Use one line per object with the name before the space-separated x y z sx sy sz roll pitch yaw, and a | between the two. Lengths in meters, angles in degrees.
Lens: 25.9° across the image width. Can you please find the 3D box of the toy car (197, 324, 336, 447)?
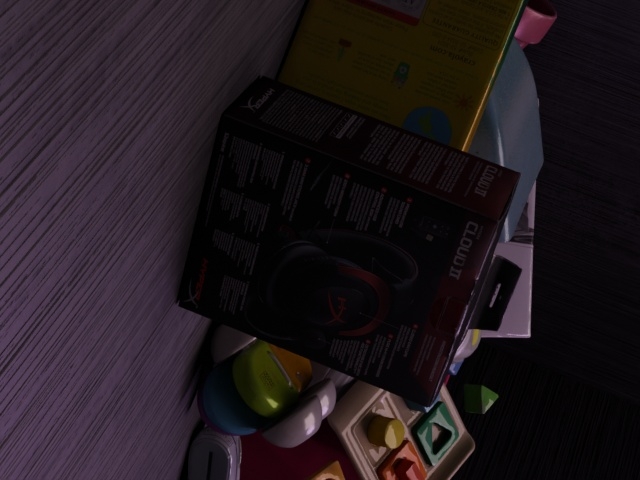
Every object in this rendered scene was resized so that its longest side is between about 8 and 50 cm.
toy car | -0.077 0.165 1.591 0.136 0.159 0.182 -33 -179 14

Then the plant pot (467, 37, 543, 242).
plant pot | 0.176 -0.179 1.972 0.247 0.247 0.252 -58 151 -51

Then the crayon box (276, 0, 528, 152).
crayon box | 0.071 -0.171 1.386 0.081 0.202 0.319 18 95 -82

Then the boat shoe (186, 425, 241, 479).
boat shoe | -0.132 0.321 1.739 0.076 0.083 0.226 -52 161 -60

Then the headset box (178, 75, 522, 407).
headset box | 0.038 0.007 1.292 0.110 0.293 0.218 -55 164 -57

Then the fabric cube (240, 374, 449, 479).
fabric cube | 0.015 0.263 1.950 0.259 0.258 0.254 103 11 -47

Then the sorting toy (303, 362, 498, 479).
sorting toy | 0.112 0.241 1.736 0.347 0.047 0.196 -44 117 -32

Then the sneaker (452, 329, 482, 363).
sneaker | 0.104 -0.018 1.748 0.147 0.145 0.385 39 37 -64

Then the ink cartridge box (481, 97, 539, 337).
ink cartridge box | 0.241 -0.034 2.343 0.285 0.166 0.395 170 -77 -79

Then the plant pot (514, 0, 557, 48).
plant pot | 0.237 -0.333 2.159 0.180 0.201 0.201 -55 177 22

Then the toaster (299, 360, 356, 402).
toaster | 0.018 0.118 1.776 0.146 0.129 0.227 -56 173 31
